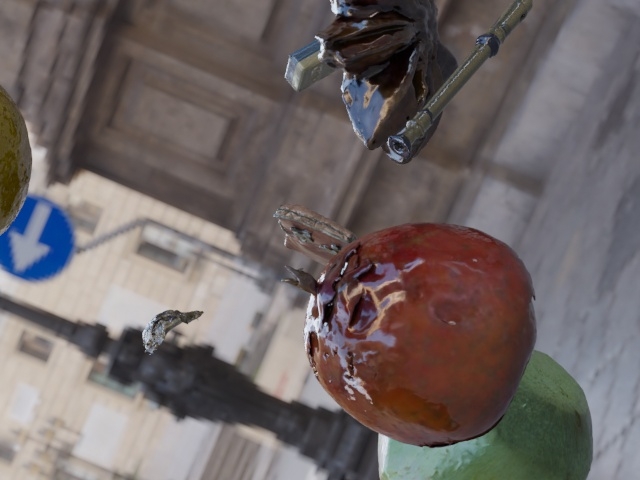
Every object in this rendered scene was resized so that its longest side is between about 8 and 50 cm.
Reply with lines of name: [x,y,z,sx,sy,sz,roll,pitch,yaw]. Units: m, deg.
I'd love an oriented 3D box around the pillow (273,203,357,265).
pillow: [0.000,0.000,2.118,0.043,0.126,0.232,-63,-9,-11]

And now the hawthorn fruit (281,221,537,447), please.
hawthorn fruit: [0.088,0.097,1.696,0.276,0.307,0.276,-47,34,45]

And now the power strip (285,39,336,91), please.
power strip: [0.013,-0.241,1.855,0.123,0.032,0.056,-33,-16,-22]

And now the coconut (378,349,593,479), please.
coconut: [0.216,0.298,2.013,0.328,0.281,0.328,-38,-20,-16]

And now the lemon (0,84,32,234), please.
lemon: [-0.355,-0.080,1.365,0.170,0.170,0.207,-68,-12,-47]

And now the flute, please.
flute: [0.138,-0.161,1.373,0.233,0.027,0.027,-50,-8,-29]

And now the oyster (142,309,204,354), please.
oyster: [-0.265,0.148,2.450,0.103,0.051,0.148,-32,-7,-48]

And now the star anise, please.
star anise: [0.081,-0.241,1.648,0.315,0.108,0.315,-9,-90,-68]
